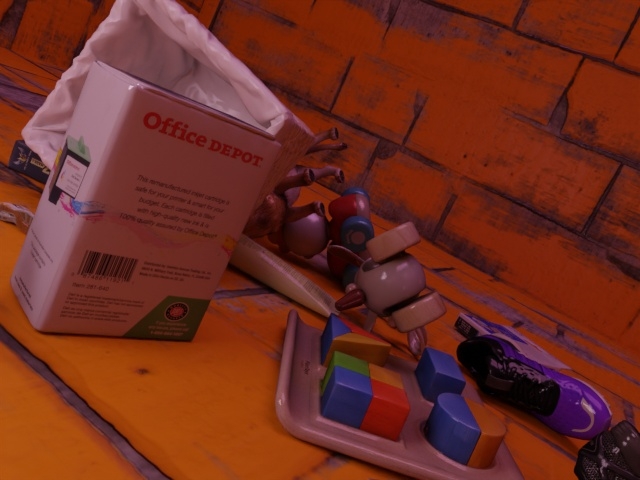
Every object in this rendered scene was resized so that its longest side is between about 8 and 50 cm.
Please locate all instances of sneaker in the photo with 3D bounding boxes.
[{"bbox_3d":[0.398,0.356,0.750,0.228,0.130,0.087,60,18,19],"label":"sneaker"},{"bbox_3d":[0.356,0.259,1.068,0.146,0.102,0.293,11,13,-38],"label":"sneaker"},{"bbox_3d":[-0.418,-0.033,0.853,0.083,0.032,0.037,28,11,10],"label":"sneaker"}]

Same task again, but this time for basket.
[{"bbox_3d":[-0.233,-0.180,1.018,0.328,0.331,0.266,43,11,6],"label":"basket"}]

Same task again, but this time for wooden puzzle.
[{"bbox_3d":[0.113,0.202,0.808,0.347,0.081,0.322,25,11,-5],"label":"wooden puzzle"}]

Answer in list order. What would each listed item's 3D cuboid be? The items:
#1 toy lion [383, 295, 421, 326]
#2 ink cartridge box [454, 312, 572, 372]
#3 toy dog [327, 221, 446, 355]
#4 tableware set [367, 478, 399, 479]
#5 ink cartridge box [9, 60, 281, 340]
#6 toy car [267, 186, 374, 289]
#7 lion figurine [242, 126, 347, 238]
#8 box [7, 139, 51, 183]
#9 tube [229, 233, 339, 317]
[{"bbox_3d":[0.150,0.122,1.231,0.034,0.100,0.096,9,38,-50],"label":"toy lion"},{"bbox_3d":[0.451,0.252,1.415,0.208,0.045,0.206,17,14,-35],"label":"ink cartridge box"},{"bbox_3d":[0.084,0.088,1.016,0.334,0.160,0.220,90,-22,-64],"label":"toy dog"},{"bbox_3d":[0.081,0.278,0.542,0.141,0.020,0.168,15,17,-41],"label":"tableware set"},{"bbox_3d":[-0.200,-0.035,0.696,0.201,0.278,0.117,14,16,-46],"label":"ink cartridge box"},{"bbox_3d":[0.000,0.000,1.367,0.237,0.211,0.219,-2,26,3],"label":"toy car"},{"bbox_3d":[-0.089,-0.122,1.331,0.240,0.142,0.392,-12,20,25],"label":"lion figurine"},{"bbox_3d":[-0.461,-0.140,1.184,0.183,0.059,0.233,26,12,-1],"label":"box"},{"bbox_3d":[-0.067,0.071,1.102,0.240,0.062,0.070,31,55,4],"label":"tube"}]
